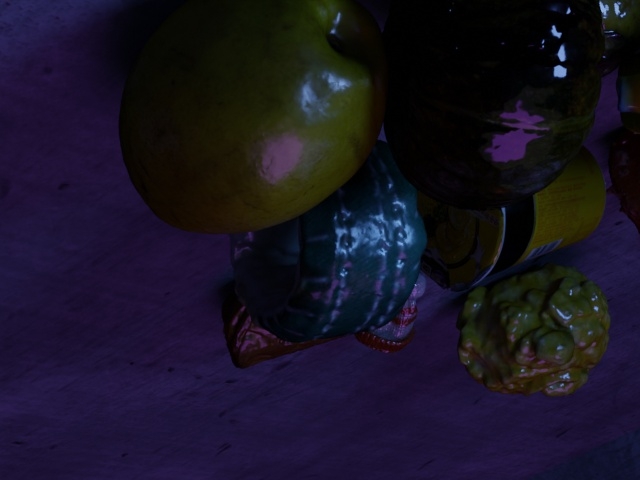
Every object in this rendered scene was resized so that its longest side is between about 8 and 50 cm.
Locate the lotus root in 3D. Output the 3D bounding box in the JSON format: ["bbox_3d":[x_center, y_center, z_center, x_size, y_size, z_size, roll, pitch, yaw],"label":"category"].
[{"bbox_3d":[0.308,-0.235,1.561,0.203,0.078,0.183,-9,153,-15],"label":"lotus root"}]

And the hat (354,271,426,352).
[{"bbox_3d":[0.126,0.105,2.145,0.112,0.093,0.162,-12,138,-35],"label":"hat"}]

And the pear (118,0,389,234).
[{"bbox_3d":[-0.075,-0.134,1.332,0.253,0.253,0.307,9,156,-44],"label":"pear"}]

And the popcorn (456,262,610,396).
[{"bbox_3d":[0.380,0.158,2.232,0.242,0.235,0.250,-29,-175,-36],"label":"popcorn"}]

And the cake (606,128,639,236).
[{"bbox_3d":[0.549,-0.103,1.863,0.283,0.177,0.151,-25,154,11],"label":"cake"}]

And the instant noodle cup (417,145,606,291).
[{"bbox_3d":[0.255,-0.053,1.769,0.236,0.215,0.215,-9,154,-34],"label":"instant noodle cup"}]

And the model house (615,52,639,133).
[{"bbox_3d":[0.495,-0.183,1.551,0.303,0.215,0.237,0,-175,3],"label":"model house"}]

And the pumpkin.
[{"bbox_3d":[0.165,-0.179,1.317,0.192,0.320,0.320,0,152,-9],"label":"pumpkin"}]

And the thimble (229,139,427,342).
[{"bbox_3d":[0.000,0.000,1.626,0.167,0.254,0.288,-4,152,-25],"label":"thimble"}]

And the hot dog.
[{"bbox_3d":[-0.019,0.099,1.978,0.272,0.122,0.196,-20,157,-5],"label":"hot dog"}]
